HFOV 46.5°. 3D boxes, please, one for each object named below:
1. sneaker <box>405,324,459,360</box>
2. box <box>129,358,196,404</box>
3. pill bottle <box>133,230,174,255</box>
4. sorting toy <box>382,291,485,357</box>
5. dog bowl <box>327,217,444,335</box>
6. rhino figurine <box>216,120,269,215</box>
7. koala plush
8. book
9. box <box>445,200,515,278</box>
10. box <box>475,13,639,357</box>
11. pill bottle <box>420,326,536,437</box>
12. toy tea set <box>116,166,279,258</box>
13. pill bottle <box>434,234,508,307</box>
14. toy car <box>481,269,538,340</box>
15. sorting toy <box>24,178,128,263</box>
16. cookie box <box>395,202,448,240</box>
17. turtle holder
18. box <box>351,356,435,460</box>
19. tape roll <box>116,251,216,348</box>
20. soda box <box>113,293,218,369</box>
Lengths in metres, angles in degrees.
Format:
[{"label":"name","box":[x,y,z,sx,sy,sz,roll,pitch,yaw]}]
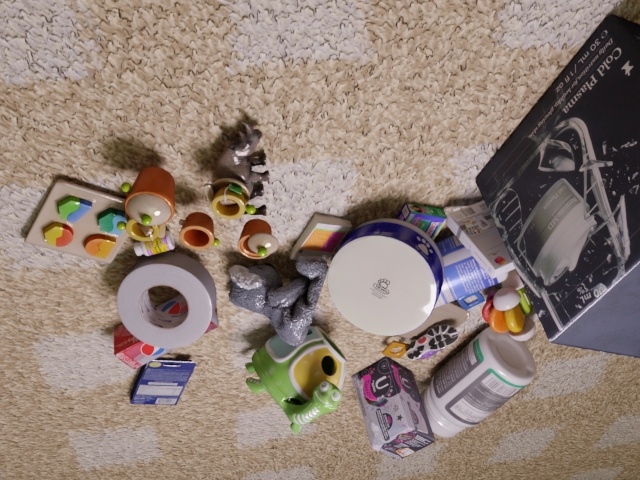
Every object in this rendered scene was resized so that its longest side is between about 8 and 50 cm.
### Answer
[{"label":"sneaker","box":[0.321,0.290,2.109,0.170,0.068,0.071,-30,150,31]},{"label":"box","box":[-0.438,0.386,2.069,0.136,0.036,0.225,8,136,-25]},{"label":"pill bottle","box":[-0.370,0.009,1.653,0.083,0.043,0.043,-16,140,2]},{"label":"sorting toy","box":[0.292,0.214,2.090,0.196,0.047,0.348,28,124,-34]},{"label":"dog bowl","box":[0.154,0.087,1.750,0.265,0.104,0.265,7,116,15]},{"label":"rhino figurine","box":[-0.160,-0.143,1.522,0.106,0.073,0.243,-7,138,-14]},{"label":"koala plush","box":[-0.118,0.129,1.773,0.221,0.203,0.196,18,154,-1]},{"label":"book","box":[0.000,0.000,1.765,0.096,0.035,0.144,10,135,-28]},{"label":"box","box":[0.404,-0.012,1.728,0.145,0.186,0.038,-21,143,-20]},{"label":"box","box":[0.622,-0.098,1.501,0.297,0.472,0.480,11,133,-27]},{"label":"pill bottle","box":[0.466,0.441,2.278,0.204,0.204,0.361,15,132,-30]},{"label":"toy tea set","box":[-0.246,-0.030,1.496,0.336,0.124,0.200,8,136,-6]},{"label":"pill bottle","box":[0.371,0.052,1.843,0.272,0.152,0.152,-22,139,9]},{"label":"toy car","box":[0.512,0.180,2.031,0.136,0.182,0.159,-13,118,39]},{"label":"sorting toy","box":[-0.498,-0.030,1.574,0.193,0.038,0.208,18,130,-33]},{"label":"cookie box","box":[0.235,-0.040,1.782,0.107,0.040,0.092,7,133,-25]},{"label":"turtle holder","box":[-0.054,0.348,1.955,0.227,0.243,0.320,-41,175,0]},{"label":"box","box":[0.218,0.503,2.240,0.142,0.247,0.163,-35,136,20]},{"label":"tape roll","box":[-0.351,0.137,1.710,0.219,0.072,0.219,1,113,2]},{"label":"soda box","box":[-0.385,0.216,1.847,0.263,0.092,0.083,-27,136,13]}]
